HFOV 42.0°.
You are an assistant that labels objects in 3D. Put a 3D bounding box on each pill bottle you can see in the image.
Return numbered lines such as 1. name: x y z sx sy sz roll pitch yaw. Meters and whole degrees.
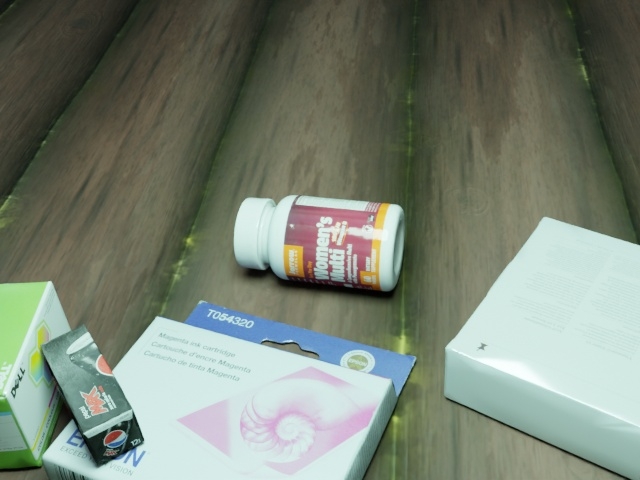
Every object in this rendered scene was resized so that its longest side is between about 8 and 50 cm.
1. pill bottle: 0.000 0.000 1.157 0.221 0.121 0.121 6 40 13

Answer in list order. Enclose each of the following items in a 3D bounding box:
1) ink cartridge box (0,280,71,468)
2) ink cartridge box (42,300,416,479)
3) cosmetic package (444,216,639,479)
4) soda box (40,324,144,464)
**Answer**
1. ink cartridge box: -0.376 0.110 0.955 0.097 0.255 0.189 -2 39 3
2. ink cartridge box: -0.091 0.192 0.974 0.324 0.071 0.330 12 43 21
3. cosmetic package: 0.376 0.135 0.969 0.377 0.097 0.284 21 44 29
4. soda box: -0.257 0.168 0.932 0.060 0.053 0.169 -25 40 -21
